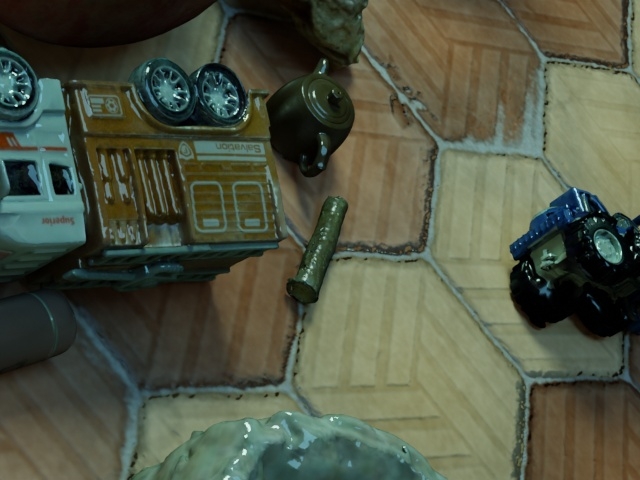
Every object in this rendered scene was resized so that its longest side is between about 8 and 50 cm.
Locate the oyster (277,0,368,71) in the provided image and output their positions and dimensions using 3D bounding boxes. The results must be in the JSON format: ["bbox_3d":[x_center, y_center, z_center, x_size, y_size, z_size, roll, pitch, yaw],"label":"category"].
[{"bbox_3d":[-0.041,-0.313,1.589,0.100,0.275,0.271,-26,59,-5],"label":"oyster"}]

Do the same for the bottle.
[{"bbox_3d":[-0.239,0.071,1.219,0.140,0.053,0.053,-17,74,-46],"label":"bottle"}]

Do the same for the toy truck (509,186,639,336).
[{"bbox_3d":[0.286,0.018,1.682,0.208,0.113,0.126,14,52,-36],"label":"toy truck"}]

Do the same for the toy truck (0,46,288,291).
[{"bbox_3d":[-0.173,-0.041,1.300,0.305,0.136,0.162,-2,73,-45],"label":"toy truck"}]

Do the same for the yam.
[{"bbox_3d":[0.000,0.000,1.503,0.033,0.027,0.129,37,43,-18],"label":"yam"}]

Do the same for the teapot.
[{"bbox_3d":[-0.004,-0.109,1.543,0.076,0.068,0.121,22,49,-29],"label":"teapot"}]

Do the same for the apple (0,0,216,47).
[{"bbox_3d":[-0.167,-0.334,1.388,0.345,0.269,0.344,15,57,-25],"label":"apple"}]

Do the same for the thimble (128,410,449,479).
[{"bbox_3d":[-0.025,0.262,1.172,0.291,0.195,0.291,23,49,-30],"label":"thimble"}]
